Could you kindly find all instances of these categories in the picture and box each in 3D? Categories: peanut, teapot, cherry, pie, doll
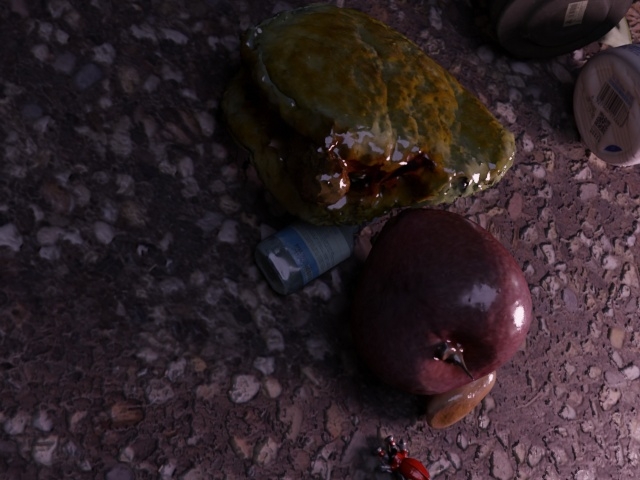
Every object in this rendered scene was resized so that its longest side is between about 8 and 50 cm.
[{"bbox_3d":[0.209,0.224,1.729,0.076,0.076,0.152,48,62,-6],"label":"peanut"},{"bbox_3d":[0.427,-0.467,1.978,0.322,0.239,0.239,-1,61,-22],"label":"teapot"},{"bbox_3d":[0.166,0.086,1.658,0.221,0.261,0.307,43,22,-50],"label":"cherry"},{"bbox_3d":[0.073,-0.191,1.725,0.418,0.180,0.395,-10,54,-32],"label":"pie"},{"bbox_3d":[0.128,0.336,1.673,0.114,0.039,0.057,42,27,6],"label":"doll"}]

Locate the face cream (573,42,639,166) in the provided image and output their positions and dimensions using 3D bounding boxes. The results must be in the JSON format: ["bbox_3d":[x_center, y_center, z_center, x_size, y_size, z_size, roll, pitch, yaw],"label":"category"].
[{"bbox_3d":[0.529,-0.231,1.964,0.111,0.206,0.206,-16,81,-26],"label":"face cream"}]

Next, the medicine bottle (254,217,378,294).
[{"bbox_3d":[0.000,0.000,1.708,0.208,0.054,0.090,-31,88,-33],"label":"medicine bottle"}]
